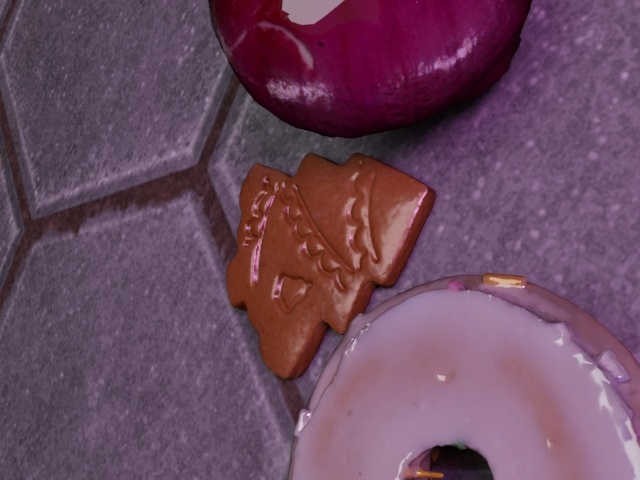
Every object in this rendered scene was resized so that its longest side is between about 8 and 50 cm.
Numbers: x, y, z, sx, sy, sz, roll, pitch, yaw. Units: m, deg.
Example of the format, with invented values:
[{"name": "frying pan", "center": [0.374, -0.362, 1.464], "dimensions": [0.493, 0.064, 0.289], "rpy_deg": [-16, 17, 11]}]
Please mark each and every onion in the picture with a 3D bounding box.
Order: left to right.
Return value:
[{"name": "onion", "center": [0.033, -0.299, 0.772], "dimensions": [0.347, 0.385, 0.348], "rpy_deg": [-10, 53, 14]}]

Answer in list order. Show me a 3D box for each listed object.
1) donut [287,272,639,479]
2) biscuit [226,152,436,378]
[{"name": "donut", "center": [0.138, 0.220, 0.699], "dimensions": [0.382, 0.142, 0.383], "rpy_deg": [-13, 70, 38]}, {"name": "biscuit", "center": [0.000, 0.000, 0.947], "dimensions": [0.306, 0.043, 0.284], "rpy_deg": [-28, 61, 32]}]
